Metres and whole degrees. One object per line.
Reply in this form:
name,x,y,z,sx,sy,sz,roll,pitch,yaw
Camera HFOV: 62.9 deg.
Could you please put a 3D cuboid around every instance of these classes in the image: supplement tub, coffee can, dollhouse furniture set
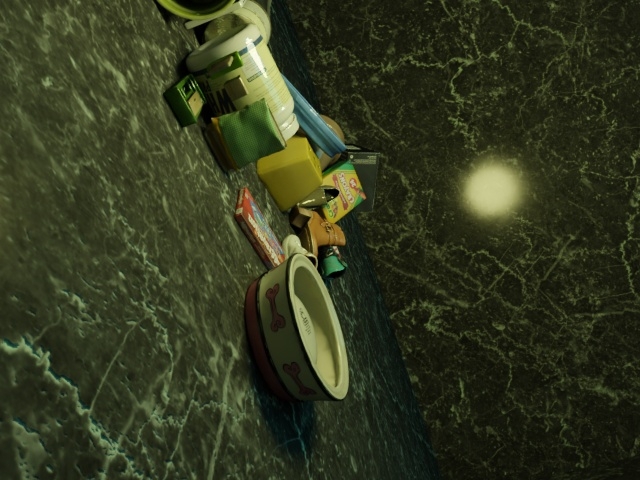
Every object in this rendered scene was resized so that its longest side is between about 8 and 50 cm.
supplement tub,-0.222,-0.441,1.555,0.235,0.235,0.325,-90,155,-57
coffee can,-0.279,-0.701,1.794,0.275,0.201,0.202,-90,158,-56
dollhouse furniture set,-0.238,-0.315,1.398,0.151,0.197,0.302,-91,158,-59

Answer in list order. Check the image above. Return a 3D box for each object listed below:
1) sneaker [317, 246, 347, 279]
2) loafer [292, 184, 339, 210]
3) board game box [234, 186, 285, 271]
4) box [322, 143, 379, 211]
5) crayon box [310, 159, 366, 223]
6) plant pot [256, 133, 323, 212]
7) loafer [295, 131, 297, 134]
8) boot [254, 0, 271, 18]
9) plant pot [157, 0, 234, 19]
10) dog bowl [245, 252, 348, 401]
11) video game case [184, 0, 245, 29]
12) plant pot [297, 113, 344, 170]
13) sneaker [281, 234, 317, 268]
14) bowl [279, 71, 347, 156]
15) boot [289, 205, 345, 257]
sneaker,0.025,0.060,2.176,0.178,0.123,0.295,-110,173,-49
loafer,-0.019,-0.182,2.162,0.251,0.087,0.094,-26,106,-38
board game box,-0.179,-0.013,1.599,0.145,0.027,0.281,-91,159,-51
box,0.137,-0.318,2.610,0.296,0.182,0.294,-142,-128,-61
crayon box,0.049,-0.200,2.334,0.318,0.081,0.202,-39,115,-33
plant pot,-0.106,-0.270,1.932,0.212,0.187,0.212,59,16,-44
loafer,-0.150,-0.472,2.175,0.134,0.130,0.366,56,19,-50
boot,-0.324,-1.024,1.917,0.445,0.146,0.367,52,21,-57
plant pot,-0.360,-0.790,1.522,0.254,0.276,0.276,-109,174,-66
dog bowl,-0.063,0.248,1.420,0.408,0.150,0.408,-19,90,-77
video game case,-0.326,-0.727,1.653,0.173,0.190,0.022,-91,161,-56
plant pot,-0.040,-0.407,2.372,0.263,0.263,0.229,62,32,-34
sneaker,-0.063,0.067,1.763,0.290,0.123,0.106,-93,158,-56
bowl,-0.052,-0.478,2.031,0.391,0.077,0.391,46,10,-11
boot,0.000,0.000,2.005,0.220,0.109,0.283,21,30,-34
